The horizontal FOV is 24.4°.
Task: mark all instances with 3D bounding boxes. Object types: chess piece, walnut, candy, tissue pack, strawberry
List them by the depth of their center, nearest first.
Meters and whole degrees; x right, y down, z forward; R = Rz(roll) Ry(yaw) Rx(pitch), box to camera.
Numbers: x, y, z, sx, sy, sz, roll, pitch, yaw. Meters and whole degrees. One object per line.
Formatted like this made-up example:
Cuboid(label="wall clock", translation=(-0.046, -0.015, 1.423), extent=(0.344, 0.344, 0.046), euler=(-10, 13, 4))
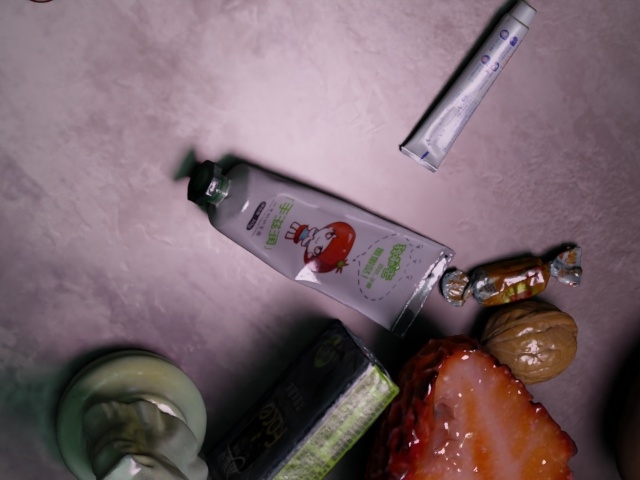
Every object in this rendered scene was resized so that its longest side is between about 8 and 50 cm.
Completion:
Cuboid(label="chess piece", translation=(-0.181, 0.239, 1.566), extent=(0.176, 0.298, 0.175), euler=(-4, 107, -15))
Cuboid(label="tissue pack", translation=(-0.023, 0.210, 1.673), extent=(0.073, 0.173, 0.235), euler=(42, 93, -18))
Cuboid(label="strawberry", translation=(0.137, 0.248, 1.745), extent=(0.253, 0.150, 0.280), euler=(-43, 121, -4))
Cuboid(label="candy", translation=(0.235, 0.047, 1.765), extent=(0.182, 0.046, 0.053), euler=(-13, 110, -10))
Cuboid(label="walnut", translation=(0.252, 0.122, 1.770), extent=(0.125, 0.105, 0.105), euler=(-5, 109, -19))

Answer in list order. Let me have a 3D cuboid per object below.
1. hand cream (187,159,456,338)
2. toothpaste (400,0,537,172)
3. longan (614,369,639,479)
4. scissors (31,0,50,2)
Cuboid(label="hand cream", translation=(0.000, 0.000, 1.675), extent=(0.336, 0.076, 0.121), euler=(27, 100, -30))
Cuboid(label="toothpaste", translation=(0.172, -0.177, 1.679), extent=(0.052, 0.033, 0.218), euler=(32, 100, -20))
Cuboid(label="longan", translation=(0.490, 0.233, 1.802), extent=(0.258, 0.258, 0.258), euler=(-5, 110, -15))
Cuboid(label="scissors", translation=(-0.346, -0.348, 1.468), extent=(0.248, 0.017, 0.144), euler=(26, 99, -22))
